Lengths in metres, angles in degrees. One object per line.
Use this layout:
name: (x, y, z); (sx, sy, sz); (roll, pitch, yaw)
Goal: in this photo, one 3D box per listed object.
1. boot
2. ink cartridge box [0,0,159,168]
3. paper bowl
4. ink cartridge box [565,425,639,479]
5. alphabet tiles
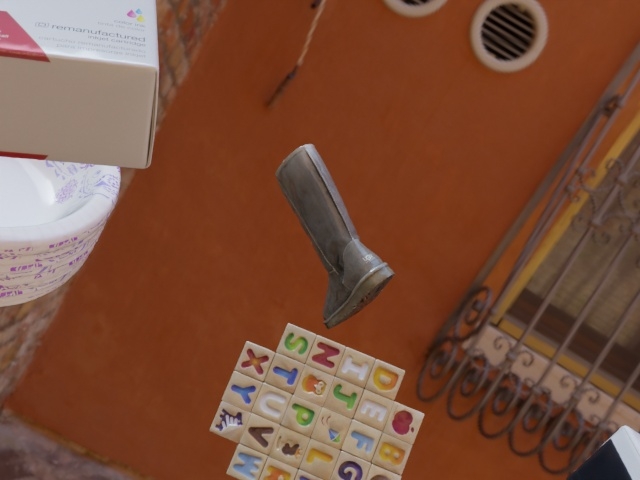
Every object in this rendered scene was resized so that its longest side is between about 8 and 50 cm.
boot: (0.001, 0.000, 0.995); (0.076, 0.189, 0.208); (-29, 75, -36)
ink cartridge box: (-0.170, -0.129, 0.464); (0.128, 0.072, 0.175); (3, 41, -17)
paper bowl: (-0.352, -0.053, 0.710); (0.284, 0.148, 0.284); (26, 33, -18)
ink cartridge box: (0.305, 0.249, 0.430); (0.333, 0.065, 0.165); (31, 21, -13)
alphabet tiles: (-0.006, 0.320, 1.298); (0.343, 0.285, 0.011); (22, -10, 5)
